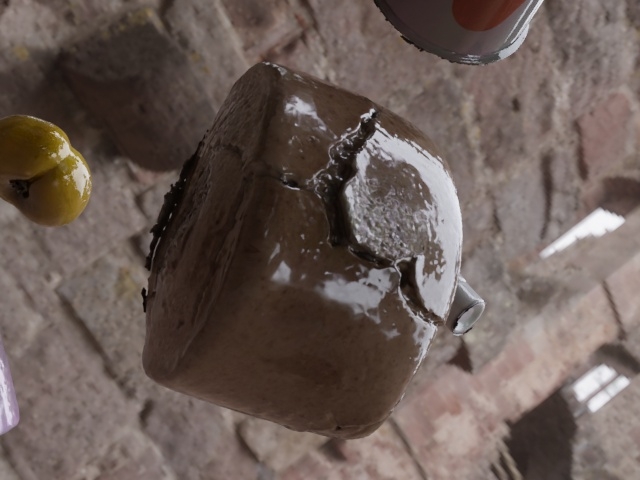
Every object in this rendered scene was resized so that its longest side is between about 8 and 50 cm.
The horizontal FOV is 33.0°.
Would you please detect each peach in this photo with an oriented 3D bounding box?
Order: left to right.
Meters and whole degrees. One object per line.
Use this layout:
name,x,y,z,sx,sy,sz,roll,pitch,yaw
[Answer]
peach,-0.401,-0.097,1.520,0.179,0.103,0.179,18,-36,14

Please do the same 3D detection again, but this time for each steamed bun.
steamed bun,0.000,0.000,0.895,0.251,0.301,0.199,20,-21,-17

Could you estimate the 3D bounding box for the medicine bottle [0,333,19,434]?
medicine bottle,-0.361,0.015,0.823,0.202,0.202,0.315,170,-93,-76

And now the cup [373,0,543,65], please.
cup,0.186,-0.331,1.056,0.203,0.203,0.288,52,-33,10

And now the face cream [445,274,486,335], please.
face cream,0.117,0.020,1.393,0.243,0.092,0.058,47,15,30
